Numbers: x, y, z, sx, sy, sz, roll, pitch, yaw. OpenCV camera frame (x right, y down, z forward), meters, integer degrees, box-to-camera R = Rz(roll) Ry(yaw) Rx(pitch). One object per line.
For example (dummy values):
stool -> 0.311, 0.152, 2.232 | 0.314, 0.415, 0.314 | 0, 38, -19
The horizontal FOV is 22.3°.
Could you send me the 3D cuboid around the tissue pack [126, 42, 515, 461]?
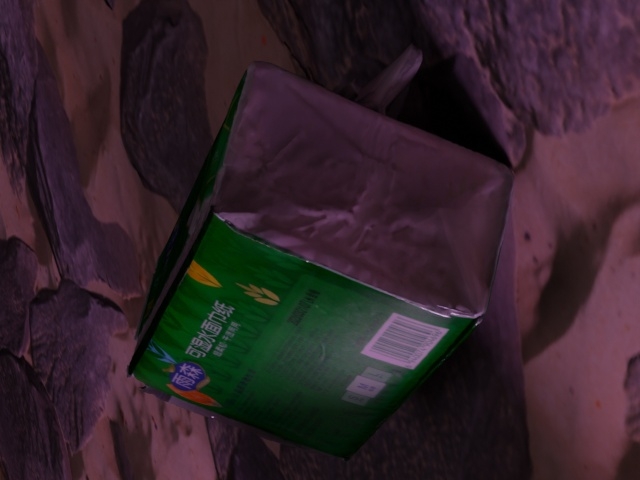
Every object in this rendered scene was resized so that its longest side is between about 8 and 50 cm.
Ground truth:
tissue pack -> -0.002, -0.001, 0.882 | 0.209, 0.148, 0.156 | 123, 164, -59
